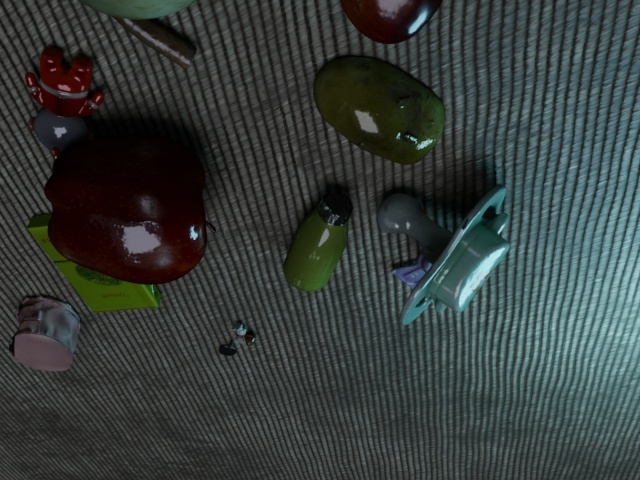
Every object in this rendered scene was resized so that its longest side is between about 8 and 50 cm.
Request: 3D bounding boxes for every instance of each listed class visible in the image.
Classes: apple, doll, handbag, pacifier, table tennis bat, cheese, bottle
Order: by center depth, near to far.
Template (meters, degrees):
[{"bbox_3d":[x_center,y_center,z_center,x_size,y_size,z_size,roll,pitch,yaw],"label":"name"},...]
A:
[{"bbox_3d":[0.101,-0.385,1.110,0.158,0.147,0.156,31,155,-26],"label":"apple"},{"bbox_3d":[-0.483,-0.243,1.394,0.142,0.076,0.245,14,135,-9],"label":"doll"},{"bbox_3d":[-0.358,-0.063,1.428,0.316,0.288,0.288,6,140,-7],"label":"apple"},{"bbox_3d":[0.234,0.001,1.517,0.343,0.269,0.288,-52,162,9],"label":"pacifier"},{"bbox_3d":[0.000,0.000,1.595,0.112,0.112,0.260,14,139,-10],"label":"bottle"},{"bbox_3d":[0.257,0.056,1.687,0.190,0.042,0.105,-30,128,35],"label":"cheese"},{"bbox_3d":[-0.731,0.251,1.971,0.179,0.117,0.205,16,139,-11],"label":"handbag"},{"bbox_3d":[-0.201,0.250,1.973,0.058,0.040,0.085,10,141,10],"label":"doll"},{"bbox_3d":[-0.255,0.299,2.057,0.050,0.007,0.083,14,141,-10],"label":"table tennis bat"}]

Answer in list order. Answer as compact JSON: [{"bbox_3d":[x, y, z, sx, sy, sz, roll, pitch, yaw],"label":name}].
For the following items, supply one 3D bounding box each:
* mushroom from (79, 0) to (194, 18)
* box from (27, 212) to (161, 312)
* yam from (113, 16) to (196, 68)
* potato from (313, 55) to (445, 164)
[{"bbox_3d":[-0.281,-0.455,0.972,0.260,0.352,0.352,-41,136,-12],"label":"mushroom"},{"bbox_3d":[-0.531,0.057,1.773,0.186,0.047,0.335,-6,138,12],"label":"box"},{"bbox_3d":[-0.351,-0.394,1.225,0.326,0.045,0.045,31,165,-26],"label":"yam"},{"bbox_3d":[0.108,-0.215,1.334,0.271,0.111,0.160,28,137,-24],"label":"potato"}]
